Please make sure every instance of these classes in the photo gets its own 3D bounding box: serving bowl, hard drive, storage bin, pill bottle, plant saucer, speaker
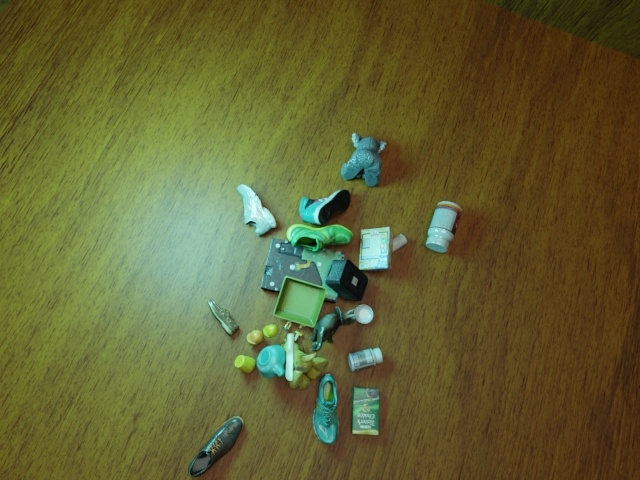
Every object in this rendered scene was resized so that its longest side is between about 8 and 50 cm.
[{"bbox_3d":[0.190,0.328,1.922,0.084,0.027,0.083,2,74,-6],"label":"serving bowl"},{"bbox_3d":[-0.076,0.136,1.933,0.340,0.064,0.236,10,73,-2],"label":"hard drive"},{"bbox_3d":[0.116,0.173,1.874,0.180,0.085,0.121,42,57,-36],"label":"storage bin"},{"bbox_3d":[0.191,0.506,1.845,0.137,0.078,0.078,-11,75,-9],"label":"pill bottle"},{"bbox_3d":[-0.087,0.257,1.851,0.189,0.045,0.188,17,101,-4],"label":"plant saucer"},{"bbox_3d":[0.334,0.026,2.010,0.136,0.055,0.055,-32,80,-14],"label":"speaker"},{"bbox_3d":[0.575,-0.063,2.025,0.121,0.121,0.221,22,73,1],"label":"pill bottle"}]

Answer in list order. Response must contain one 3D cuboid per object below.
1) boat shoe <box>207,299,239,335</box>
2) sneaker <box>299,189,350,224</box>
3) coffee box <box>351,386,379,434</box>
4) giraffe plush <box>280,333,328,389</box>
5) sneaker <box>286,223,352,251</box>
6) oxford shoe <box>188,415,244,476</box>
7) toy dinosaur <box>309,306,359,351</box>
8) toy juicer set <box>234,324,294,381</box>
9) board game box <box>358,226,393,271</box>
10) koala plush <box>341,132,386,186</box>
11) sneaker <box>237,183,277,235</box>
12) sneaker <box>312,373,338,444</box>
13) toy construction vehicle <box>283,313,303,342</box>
[{"bbox_3d":[-0.416,0.321,1.848,0.060,0.064,0.177,-36,87,-19],"label":"boat shoe"},{"bbox_3d":[0.003,-0.159,2.001,0.179,0.123,0.296,7,27,34],"label":"sneaker"},{"bbox_3d":[0.188,0.711,1.804,0.113,0.040,0.183,6,73,-4],"label":"coffee box"},{"bbox_3d":[-0.100,0.491,1.789,0.181,0.210,0.170,-42,52,-10],"label":"giraffe plush"},{"bbox_3d":[0.000,0.000,1.908,0.296,0.109,0.123,0,45,-15],"label":"sneaker"},{"bbox_3d":[-0.402,0.809,1.687,0.097,0.098,0.271,40,74,6],"label":"oxford shoe"},{"bbox_3d":[0.022,0.362,1.800,0.121,0.314,0.160,34,111,25],"label":"toy dinosaur"},{"bbox_3d":[-0.187,0.449,1.744,0.329,0.089,0.209,-3,58,39],"label":"toy juicer set"},{"bbox_3d":[0.252,0.041,1.961,0.147,0.045,0.193,-5,71,33],"label":"board game box"},{"bbox_3d":[0.221,-0.410,2.067,0.197,0.203,0.221,16,61,-2],"label":"koala plush"},{"bbox_3d":[-0.317,-0.138,1.973,0.121,0.099,0.262,-37,80,-10],"label":"sneaker"},{"bbox_3d":[0.024,0.686,1.760,0.107,0.110,0.274,0,75,-6],"label":"sneaker"},{"bbox_3d":[-0.111,0.378,1.874,0.086,0.035,0.098,35,74,5],"label":"toy construction vehicle"}]
